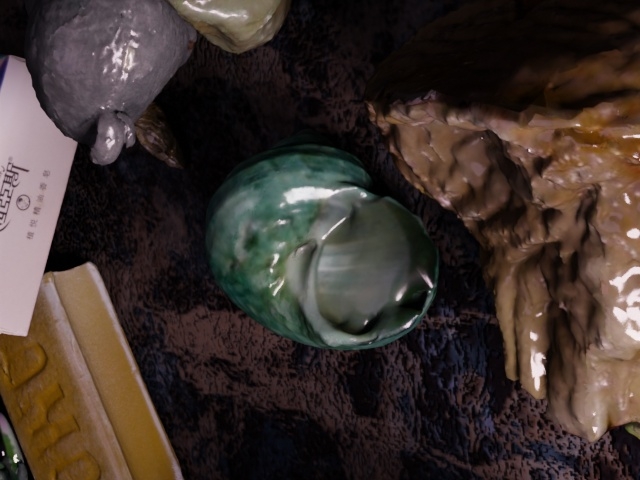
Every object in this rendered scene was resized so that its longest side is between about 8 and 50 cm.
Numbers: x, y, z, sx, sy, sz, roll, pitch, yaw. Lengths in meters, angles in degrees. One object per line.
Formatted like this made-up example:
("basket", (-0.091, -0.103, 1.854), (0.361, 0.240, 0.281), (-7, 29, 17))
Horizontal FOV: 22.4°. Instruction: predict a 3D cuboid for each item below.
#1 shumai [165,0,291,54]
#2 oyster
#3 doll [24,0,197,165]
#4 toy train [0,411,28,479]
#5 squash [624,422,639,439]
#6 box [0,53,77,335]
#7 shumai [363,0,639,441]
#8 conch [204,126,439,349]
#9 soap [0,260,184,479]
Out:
("shumai", (-0.051, -0.331, 1.310), (0.263, 0.304, 0.309), (-34, 72, 11))
("oyster", (-0.159, -0.104, 1.585), (0.083, 0.038, 0.081), (44, 163, -5))
("doll", (-0.197, -0.219, 1.503), (0.340, 0.158, 0.245), (-116, 28, -65))
("toy train", (-0.443, 0.238, 1.840), (0.249, 0.173, 0.307), (59, 153, 30))
("squash", (0.316, 0.148, 1.036), (0.111, 0.203, 0.289), (34, 133, -14))
("box", (-0.370, -0.055, 1.689), (0.203, 0.116, 0.274), (11, 85, 47))
("shumai", (0.197, -0.034, 1.117), (0.346, 0.217, 0.283), (0, 123, 55))
("conch", (0.000, -0.003, 1.355), (0.196, 0.134, 0.202), (-14, 83, 8))
("soap", (-0.256, 0.181, 1.718), (0.173, 0.089, 0.274), (-36, 74, 45))
